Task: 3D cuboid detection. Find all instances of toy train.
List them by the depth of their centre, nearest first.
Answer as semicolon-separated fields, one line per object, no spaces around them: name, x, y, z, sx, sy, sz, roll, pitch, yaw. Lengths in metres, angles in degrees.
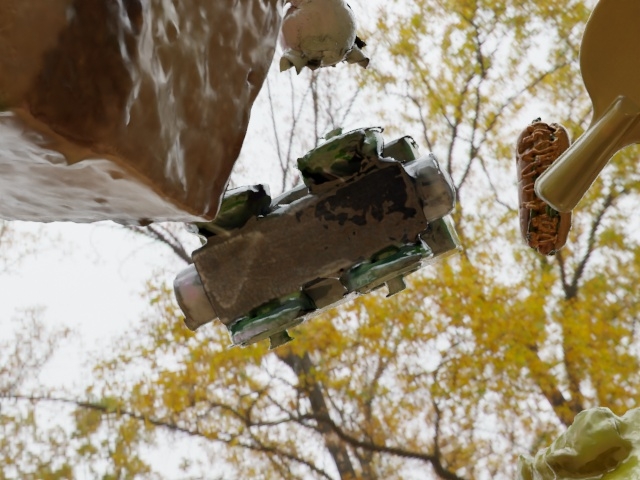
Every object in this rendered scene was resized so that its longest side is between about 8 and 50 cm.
toy train;0.000;0.000;0.953;0.307;0.174;0.249;-25;-6;10

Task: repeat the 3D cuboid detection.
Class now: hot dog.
hot dog;0.290;-0.074;1.153;0.072;0.188;0.055;-3;-6;15

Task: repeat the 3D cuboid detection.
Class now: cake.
cake;-0.132;-0.108;0.414;0.198;0.196;0.293;1;-19;30

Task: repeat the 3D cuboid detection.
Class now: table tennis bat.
table tennis bat;0.340;-0.156;0.940;0.321;0.198;0.050;-55;-15;30

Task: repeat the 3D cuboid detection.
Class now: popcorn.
popcorn;0.222;0.189;0.609;0.197;0.156;0.198;7;-29;4

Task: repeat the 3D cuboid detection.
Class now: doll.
doll;-0.007;-0.307;1.174;0.149;0.095;0.192;-25;-72;-43
